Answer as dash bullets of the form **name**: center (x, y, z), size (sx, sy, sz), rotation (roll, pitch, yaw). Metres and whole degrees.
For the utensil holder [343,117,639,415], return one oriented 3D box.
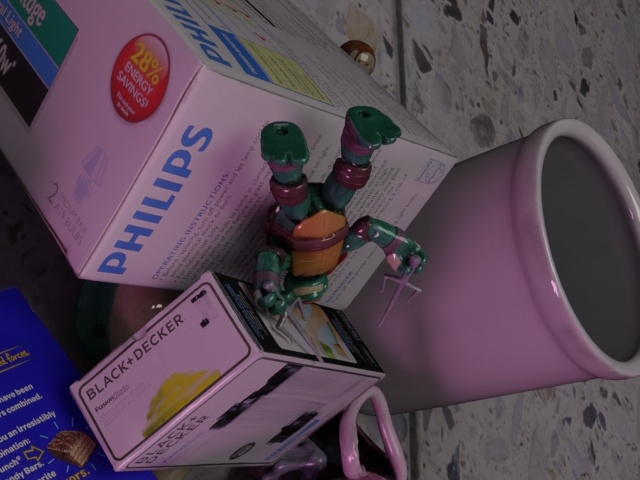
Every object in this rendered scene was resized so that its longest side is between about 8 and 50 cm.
- **utensil holder**: center (0.202, 0.052, 1.378), size (0.328, 0.386, 0.327), rotation (25, 57, -45)

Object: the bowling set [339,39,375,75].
- **bowling set**: center (-0.035, -0.187, 1.349), size (0.287, 0.200, 0.154), rotation (41, 47, -28)

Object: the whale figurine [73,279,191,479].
- **whale figurine**: center (-0.179, 0.127, 1.106), size (0.216, 0.141, 0.271), rotation (-33, 125, -56)

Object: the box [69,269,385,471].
- **box**: center (-0.073, 0.131, 0.965), size (0.087, 0.169, 0.290), rotation (56, 12, 23)

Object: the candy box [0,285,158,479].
- **candy box**: center (-0.280, 0.220, 0.837), size (0.317, 0.122, 0.268), rotation (52, 37, 11)

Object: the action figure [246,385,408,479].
- **action figure**: center (0.087, 0.318, 1.233), size (0.370, 0.276, 0.248), rotation (43, 38, -14)

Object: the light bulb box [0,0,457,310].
- **light bulb box**: center (-0.124, -0.132, 1.054), size (0.361, 0.225, 0.358), rotation (12, 29, -48)

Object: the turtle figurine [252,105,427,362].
- **turtle figurine**: center (0.000, 0.000, 0.900), size (0.175, 0.118, 0.234), rotation (-28, 139, -30)
